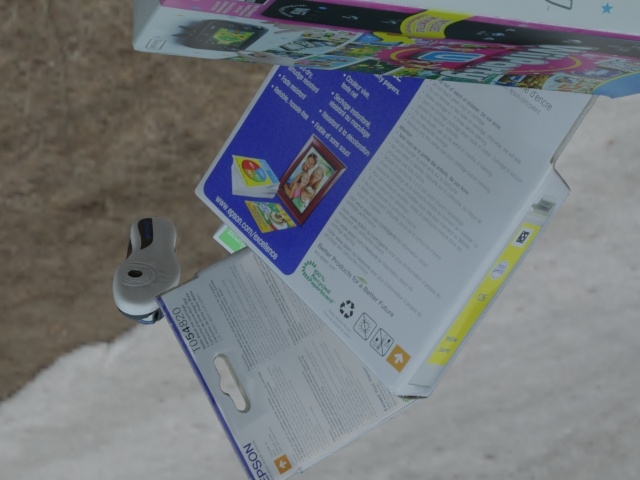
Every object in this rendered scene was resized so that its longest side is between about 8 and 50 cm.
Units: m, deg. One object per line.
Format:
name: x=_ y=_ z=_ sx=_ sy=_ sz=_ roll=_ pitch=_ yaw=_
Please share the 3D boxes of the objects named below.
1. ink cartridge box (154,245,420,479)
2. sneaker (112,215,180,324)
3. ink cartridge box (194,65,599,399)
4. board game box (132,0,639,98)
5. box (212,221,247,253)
ink cartridge box: x=-0.031 y=0.109 z=1.455 sx=0.224 sy=0.223 sz=0.045 roll=-26 pitch=179 yaw=-29
sneaker: x=-0.217 y=0.070 z=1.848 sx=0.079 sy=0.217 sz=0.121 roll=7 pitch=119 yaw=-2
ink cartridge box: x=0.066 y=-0.075 z=1.279 sx=0.072 sy=0.303 sz=0.307 roll=15 pitch=115 yaw=-53
board game box: x=0.064 y=-0.144 z=0.768 sx=0.303 sy=0.097 sz=0.224 roll=4 pitch=179 yaw=-13
box: x=0.000 y=0.000 z=2.153 sx=0.262 sy=0.231 sz=0.127 roll=42 pitch=113 yaw=-9
